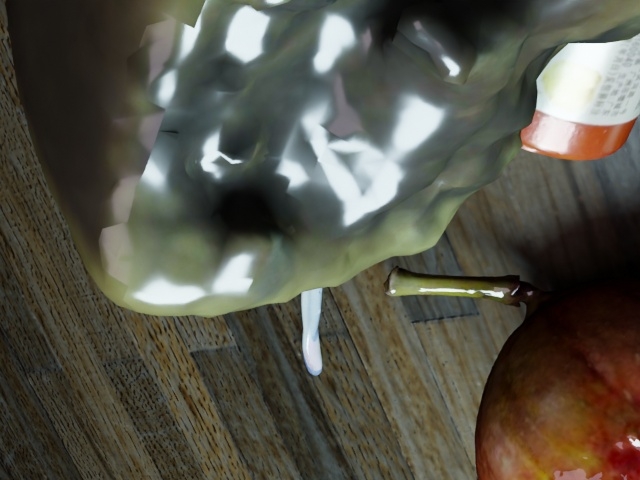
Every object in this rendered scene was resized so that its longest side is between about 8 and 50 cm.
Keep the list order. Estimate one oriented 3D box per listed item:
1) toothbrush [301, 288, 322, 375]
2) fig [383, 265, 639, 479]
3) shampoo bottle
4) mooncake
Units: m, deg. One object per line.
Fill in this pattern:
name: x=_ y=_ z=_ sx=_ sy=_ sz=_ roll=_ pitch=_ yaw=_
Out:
toothbrush: x=0.000 y=0.000 z=0.856 sx=0.027 sy=0.021 sz=0.269 roll=28 pitch=130 yaw=33
fig: x=0.185 y=0.094 z=0.715 sx=0.204 sy=0.186 sz=0.249 roll=-44 pitch=46 yaw=23
shampoo bottle: x=0.168 y=-0.182 z=0.580 sx=0.104 sy=0.104 sz=0.278 roll=29 pitch=129 yaw=16
mooncake: x=0.050 y=-0.150 z=0.449 sx=0.394 sy=0.246 sz=0.393 roll=16 pitch=113 yaw=44
